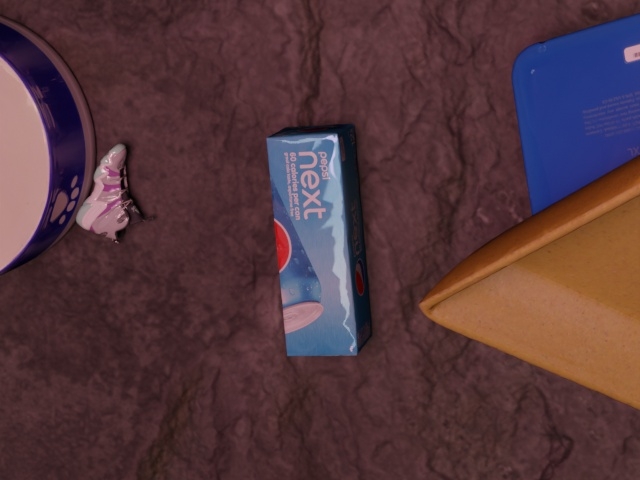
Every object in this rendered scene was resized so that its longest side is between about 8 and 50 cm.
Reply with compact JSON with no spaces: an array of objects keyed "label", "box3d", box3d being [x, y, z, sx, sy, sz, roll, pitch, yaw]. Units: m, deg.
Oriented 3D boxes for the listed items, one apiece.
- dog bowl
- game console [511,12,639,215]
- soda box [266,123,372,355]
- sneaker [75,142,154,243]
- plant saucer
[{"label":"dog bowl","box3d":[-0.360,-0.088,1.480,0.264,0.104,0.265,4,104,14]},{"label":"game console","box3d":[0.337,-0.064,1.271,0.293,0.173,0.250,-13,81,34]},{"label":"soda box","box3d":[0.000,0.000,1.424,0.071,0.067,0.210,-2,101,15]},{"label":"sneaker","box3d":[-0.190,-0.042,1.483,0.069,0.038,0.098,29,118,5]},{"label":"plant saucer","box3d":[0.302,0.030,1.202,0.332,0.081,0.333,23,149,-24]}]
